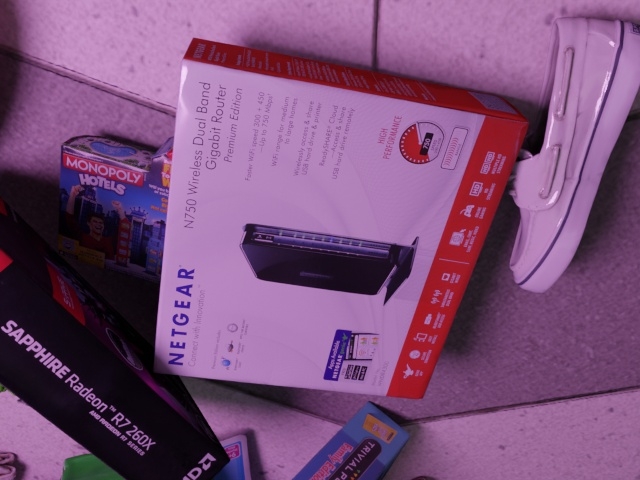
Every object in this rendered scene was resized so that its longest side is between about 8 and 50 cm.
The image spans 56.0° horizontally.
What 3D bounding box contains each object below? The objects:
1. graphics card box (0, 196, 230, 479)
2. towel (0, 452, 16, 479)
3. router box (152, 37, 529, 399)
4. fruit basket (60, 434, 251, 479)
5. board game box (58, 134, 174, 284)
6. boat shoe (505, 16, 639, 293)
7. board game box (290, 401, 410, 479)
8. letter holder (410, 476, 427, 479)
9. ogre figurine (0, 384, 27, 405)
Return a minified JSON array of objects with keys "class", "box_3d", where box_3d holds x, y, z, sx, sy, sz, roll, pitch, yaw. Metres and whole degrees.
[{"class":"graphics card box","box_3d":[-0.268,0.111,0.651,0.094,0.233,0.371,-41,122,-13]},{"class":"towel","box_3d":[-0.630,0.454,1.006,0.187,0.049,0.282,5,131,-34]},{"class":"router box","box_3d":[0.000,0.000,0.605,0.301,0.082,0.335,7,120,-9]},{"class":"fruit basket","box_3d":[-0.249,0.472,0.883,0.327,0.165,0.353,-8,106,-15]},{"class":"board game box","box_3d":[-0.180,-0.047,0.662,0.194,0.060,0.194,17,122,-3]},{"class":"boat shoe","box_3d":[0.216,-0.073,0.572,0.088,0.096,0.268,12,122,4]},{"class":"board game box","box_3d":[-0.027,0.413,0.821,0.079,0.253,0.336,36,126,20]},{"class":"letter holder","box_3d":[0.182,0.484,0.811,0.214,0.302,0.152,-36,111,26]},{"class":"ogre figurine","box_3d":[-0.394,0.159,0.809,0.118,0.097,0.197,10,110,22]}]
